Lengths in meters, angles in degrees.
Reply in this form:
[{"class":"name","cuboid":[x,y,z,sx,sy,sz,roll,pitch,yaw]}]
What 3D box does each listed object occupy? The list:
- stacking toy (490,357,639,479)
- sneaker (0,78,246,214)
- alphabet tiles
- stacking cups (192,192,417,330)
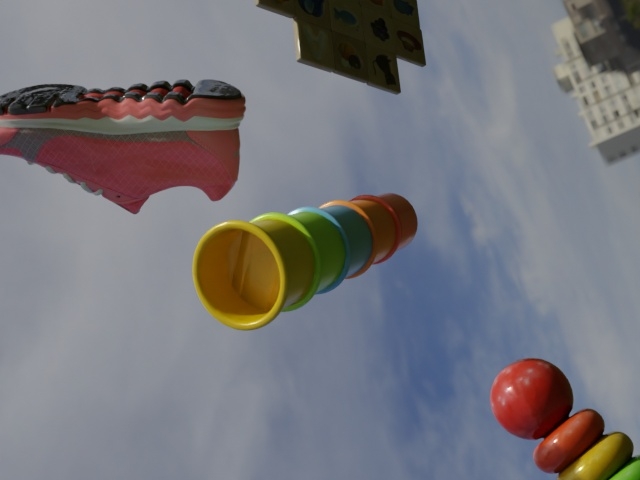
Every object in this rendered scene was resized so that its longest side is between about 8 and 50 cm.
[{"class":"stacking toy","cuboid":[0.307,0.261,1.080,0.330,0.141,0.141,50,-164,18]},{"class":"sneaker","cuboid":[-0.232,-0.090,1.067,0.116,0.314,0.136,-79,-12,-71]},{"class":"alphabet tiles","cuboid":[0.022,-0.363,1.327,0.285,0.011,0.342,11,-115,-40]},{"class":"stacking cups","cuboid":[0.000,0.000,0.984,0.316,0.096,0.096,-24,-90,-61]}]
